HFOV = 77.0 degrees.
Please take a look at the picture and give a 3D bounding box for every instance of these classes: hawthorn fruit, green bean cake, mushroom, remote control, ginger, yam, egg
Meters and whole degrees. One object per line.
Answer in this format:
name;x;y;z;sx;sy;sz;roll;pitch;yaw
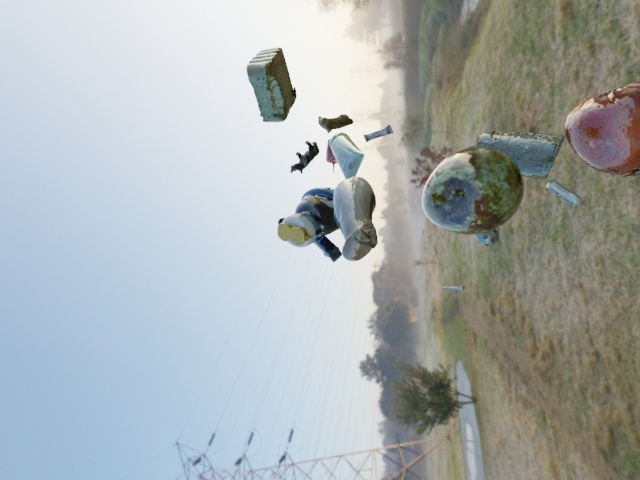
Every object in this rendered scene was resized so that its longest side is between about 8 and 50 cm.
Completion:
hawthorn fruit;0.889;-0.300;1.172;0.276;0.276;0.307;9;-120;-78
green bean cake;-0.196;-0.610;1.590;0.233;0.124;0.236;-76;-22;-43
mushroom;0.075;-0.051;0.807;0.225;0.093;0.116;-107;31;-58
remote control;0.862;-0.168;1.429;0.032;0.122;0.074;-52;-21;12
ginger;0.051;-0.416;1.421;0.044;0.137;0.057;62;150;20
yam;0.749;-0.324;1.511;0.168;0.304;0.168;-16;-65;-37
egg;0.412;-0.130;1.126;0.238;0.289;0.238;16;-117;-34

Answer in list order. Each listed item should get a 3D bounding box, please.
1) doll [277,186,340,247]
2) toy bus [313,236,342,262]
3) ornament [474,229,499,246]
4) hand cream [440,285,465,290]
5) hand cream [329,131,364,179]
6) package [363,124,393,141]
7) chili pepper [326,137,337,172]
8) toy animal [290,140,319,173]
doll;-0.006;-0.080;1.225;0.314;0.177;0.141;-41;-39;-51
toy bus;0.000;0.000;1.310;0.166;0.047;0.065;43;171;32
ornament;0.547;-0.049;1.383;0.156;0.075;0.081;59;179;24
hand cream;0.525;0.190;1.597;0.030;0.093;0.019;31;-121;-55
hand cream;0.106;-0.341;1.610;0.306;0.093;0.147;-105;33;-52
package;0.208;-0.386;1.459;0.037;0.110;0.015;55;-145;-32
chili pepper;0.070;-0.435;2.088;0.086;0.084;0.192;-89;0;-72
toy animal;-0.056;-0.280;1.392;0.136;0.047;0.065;-51;-32;-10
